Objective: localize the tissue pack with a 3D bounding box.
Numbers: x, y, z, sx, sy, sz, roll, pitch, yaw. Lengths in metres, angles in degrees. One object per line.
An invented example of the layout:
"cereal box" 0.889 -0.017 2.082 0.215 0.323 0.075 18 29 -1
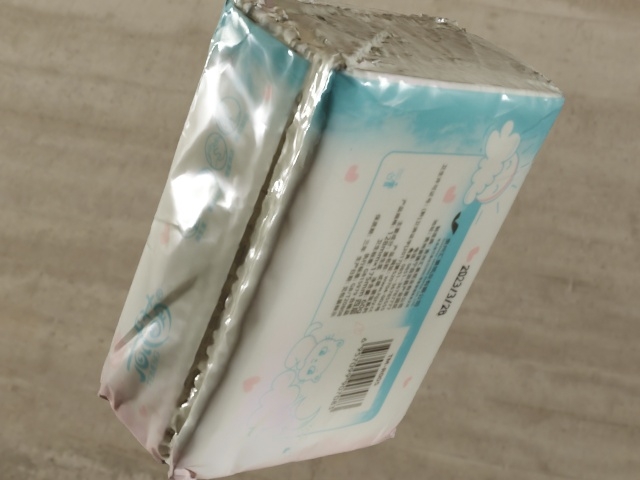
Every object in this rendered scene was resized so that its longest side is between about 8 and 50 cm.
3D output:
"tissue pack" 0.002 0.000 0.634 0.201 0.124 0.271 -1 -57 -42
